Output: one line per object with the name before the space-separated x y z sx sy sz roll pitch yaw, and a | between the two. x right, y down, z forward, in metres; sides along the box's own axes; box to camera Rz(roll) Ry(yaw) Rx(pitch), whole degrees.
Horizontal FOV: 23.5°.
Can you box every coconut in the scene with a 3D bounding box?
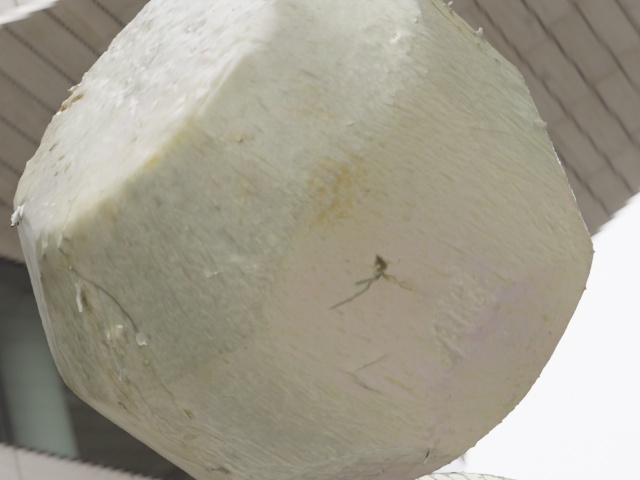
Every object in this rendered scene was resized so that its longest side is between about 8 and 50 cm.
coconut | -0.001 0.003 0.472 0.161 0.161 0.162 -39 -61 19

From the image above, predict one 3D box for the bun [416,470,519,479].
bun | 0.153 0.383 1.537 0.359 0.360 0.211 -1 -68 -23
